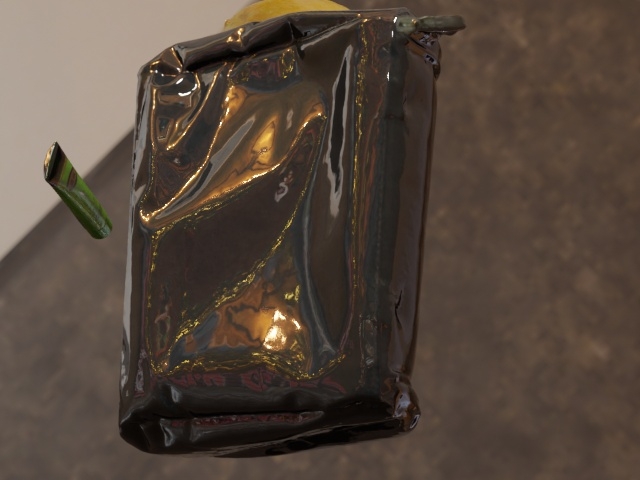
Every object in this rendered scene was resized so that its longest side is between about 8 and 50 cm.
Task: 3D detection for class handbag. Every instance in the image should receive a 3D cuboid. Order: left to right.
[{"bbox_3d":[0.001,0.001,1.322,0.178,0.275,0.302,22,66,-51],"label":"handbag"}]

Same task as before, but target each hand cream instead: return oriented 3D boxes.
[{"bbox_3d":[-0.206,-0.038,1.608,0.023,0.036,0.122,4,-26,19],"label":"hand cream"}]

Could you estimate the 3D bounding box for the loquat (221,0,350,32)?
[{"bbox_3d":[-0.018,-0.129,1.540,0.163,0.163,0.137,50,-37,32],"label":"loquat"}]
